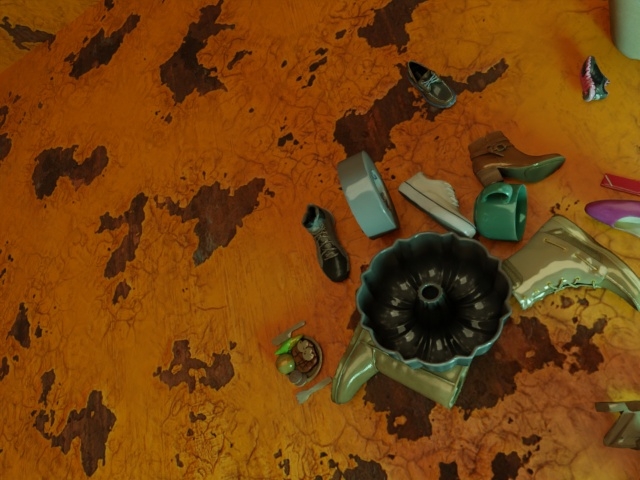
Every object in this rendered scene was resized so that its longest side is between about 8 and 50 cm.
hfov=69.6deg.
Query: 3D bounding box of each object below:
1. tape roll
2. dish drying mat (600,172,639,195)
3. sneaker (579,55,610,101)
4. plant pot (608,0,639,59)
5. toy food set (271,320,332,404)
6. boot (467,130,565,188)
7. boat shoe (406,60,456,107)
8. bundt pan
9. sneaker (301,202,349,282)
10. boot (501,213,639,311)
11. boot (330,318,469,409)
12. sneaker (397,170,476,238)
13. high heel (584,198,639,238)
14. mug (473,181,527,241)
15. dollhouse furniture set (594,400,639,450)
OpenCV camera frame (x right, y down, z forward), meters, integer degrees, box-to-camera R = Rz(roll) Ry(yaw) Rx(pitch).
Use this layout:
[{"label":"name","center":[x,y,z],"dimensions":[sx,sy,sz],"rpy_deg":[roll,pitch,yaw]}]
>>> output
[{"label":"tape roll","center":[0.123,-0.114,1.164],"dimensions":[0.072,0.219,0.219],"rpy_deg":[-25,64,17]},{"label":"dish drying mat","center":[0.667,-0.123,1.015],"dimensions":[0.083,0.008,0.032],"rpy_deg":[24,84,31]},{"label":"sneaker","center":[0.655,-0.384,1.096],"dimensions":[0.057,0.047,0.119],"rpy_deg":[2,75,7]},{"label":"plant pot","center":[0.743,-0.547,0.948],"dimensions":[0.334,0.305,0.333],"rpy_deg":[-9,69,25]},{"label":"toy food set","center":[-0.058,0.314,1.213],"dimensions":[0.132,0.038,0.192],"rpy_deg":[-36,61,12]},{"label":"boot","center":[0.465,-0.208,1.113],"dimensions":[0.197,0.073,0.152],"rpy_deg":[-15,55,10]},{"label":"boat shoe","center":[0.297,-0.433,1.273],"dimensions":[0.066,0.066,0.183],"rpy_deg":[-45,59,7]},{"label":"bundt pan","center":[0.251,0.143,1.027],"dimensions":[0.331,0.124,0.330],"rpy_deg":[-11,52,14]},{"label":"sneaker","center":[0.000,0.000,1.237],"dimensions":[0.086,0.132,0.228],"rpy_deg":[-27,63,17]},{"label":"boot","center":[0.514,0.090,0.964],"dimensions":[0.203,0.095,0.262],"rpy_deg":[-41,54,8]},{"label":"boot","center":[0.178,0.318,1.066],"dimensions":[0.270,0.089,0.236],"rpy_deg":[19,82,29]},{"label":"sneaker","center":[0.292,-0.099,1.125],"dimensions":[0.091,0.094,0.258],"rpy_deg":[-48,46,5]},{"label":"high heel","center":[0.662,-0.005,0.936],"dimensions":[0.244,0.082,0.117],"rpy_deg":[20,73,18]},{"label":"mug","center":[0.405,-0.077,1.048],"dimensions":[0.098,0.157,0.129],"rpy_deg":[5,31,35]},{"label":"dollhouse furniture set","center":[0.630,0.407,0.642],"dimensions":[0.257,0.394,0.361],"rpy_deg":[-5,69,8]}]
